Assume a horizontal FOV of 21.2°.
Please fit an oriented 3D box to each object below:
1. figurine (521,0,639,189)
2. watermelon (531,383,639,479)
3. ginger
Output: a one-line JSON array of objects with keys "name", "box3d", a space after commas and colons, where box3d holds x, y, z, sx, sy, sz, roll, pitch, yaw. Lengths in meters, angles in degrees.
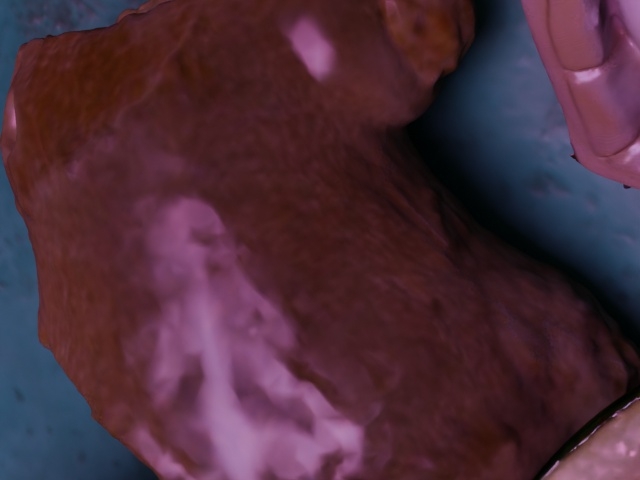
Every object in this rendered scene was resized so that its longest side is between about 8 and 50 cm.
[{"name": "figurine", "box3d": [0.184, -0.052, 0.498, 0.237, 0.162, 0.141, 23, 144, 35]}, {"name": "watermelon", "box3d": [0.107, 0.163, 0.574, 0.128, 0.159, 0.303, -2, 97, -14]}, {"name": "ginger", "box3d": [0.000, 0.000, 0.635, 0.276, 0.130, 0.221, 30, 91, 5]}]
